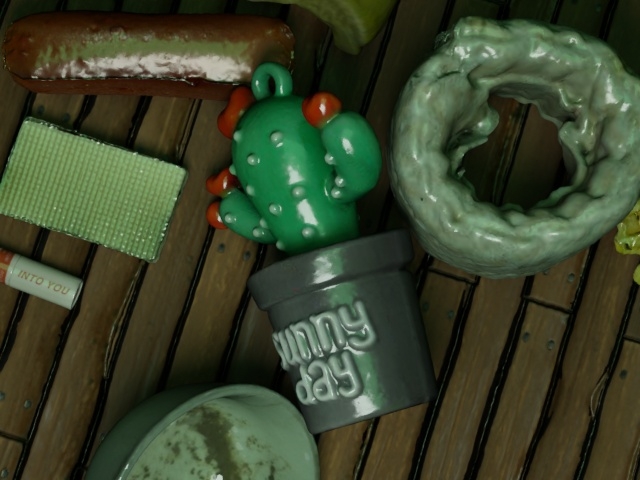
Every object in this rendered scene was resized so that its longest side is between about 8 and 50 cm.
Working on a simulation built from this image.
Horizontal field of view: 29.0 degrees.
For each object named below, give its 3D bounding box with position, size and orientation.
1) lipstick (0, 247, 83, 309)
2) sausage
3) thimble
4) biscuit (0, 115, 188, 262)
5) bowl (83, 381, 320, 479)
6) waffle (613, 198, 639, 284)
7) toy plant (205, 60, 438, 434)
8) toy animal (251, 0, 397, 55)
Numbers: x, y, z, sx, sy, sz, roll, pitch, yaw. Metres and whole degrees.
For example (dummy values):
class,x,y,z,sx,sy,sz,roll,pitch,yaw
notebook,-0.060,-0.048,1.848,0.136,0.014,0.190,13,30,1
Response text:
class,x,y,z,sx,sy,sz,roll,pitch,yaw
lipstick,-0.339,0.038,1.418,0.131,0.038,0.038,21,86,-2
sausage,-0.193,-0.212,1.414,0.331,0.102,0.102,1,87,-3
thimble,0.209,-0.105,1.385,0.292,0.195,0.291,1,82,-4
biscuit,-0.264,-0.059,1.428,0.200,0.040,0.121,19,88,-1
bowl,-0.152,0.274,1.341,0.289,0.146,0.289,-14,111,-40
waffle,0.491,-0.021,1.467,0.281,0.060,0.262,28,82,-3
toy plant,0.004,-0.003,1.331,0.185,0.279,0.400,-16,82,-15
toy animal,0.053,-0.390,1.416,0.181,0.180,0.362,28,63,-8
